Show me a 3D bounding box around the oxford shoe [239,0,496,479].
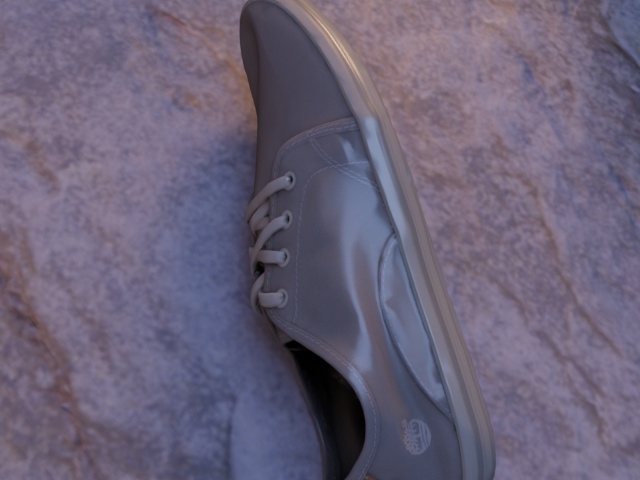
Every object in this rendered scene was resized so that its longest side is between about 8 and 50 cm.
[{"bbox_3d":[0.000,0.000,0.687,0.130,0.169,0.449,-14,75,-16],"label":"oxford shoe"}]
